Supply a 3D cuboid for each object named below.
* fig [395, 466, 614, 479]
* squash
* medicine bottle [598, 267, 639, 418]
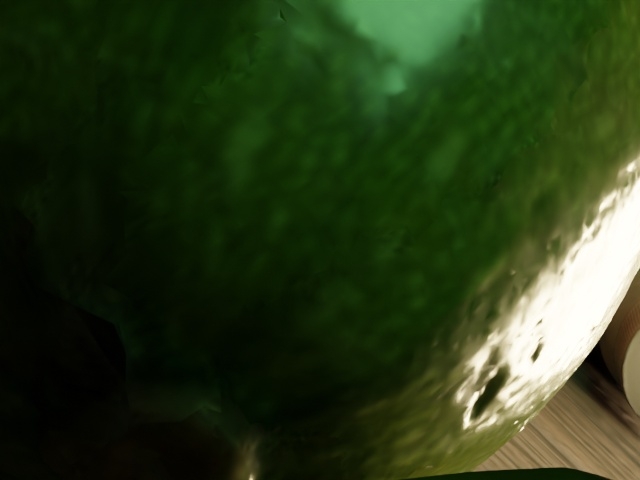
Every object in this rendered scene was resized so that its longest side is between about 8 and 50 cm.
[{"bbox_3d":[0.023,0.154,0.393,0.203,0.203,0.225,44,-21,5],"label":"fig"},{"bbox_3d":[-0.037,-0.053,0.586,0.310,0.310,0.309,42,30,-1],"label":"squash"},{"bbox_3d":[0.209,0.036,1.134,0.103,0.103,0.187,39,18,-12],"label":"medicine bottle"}]
